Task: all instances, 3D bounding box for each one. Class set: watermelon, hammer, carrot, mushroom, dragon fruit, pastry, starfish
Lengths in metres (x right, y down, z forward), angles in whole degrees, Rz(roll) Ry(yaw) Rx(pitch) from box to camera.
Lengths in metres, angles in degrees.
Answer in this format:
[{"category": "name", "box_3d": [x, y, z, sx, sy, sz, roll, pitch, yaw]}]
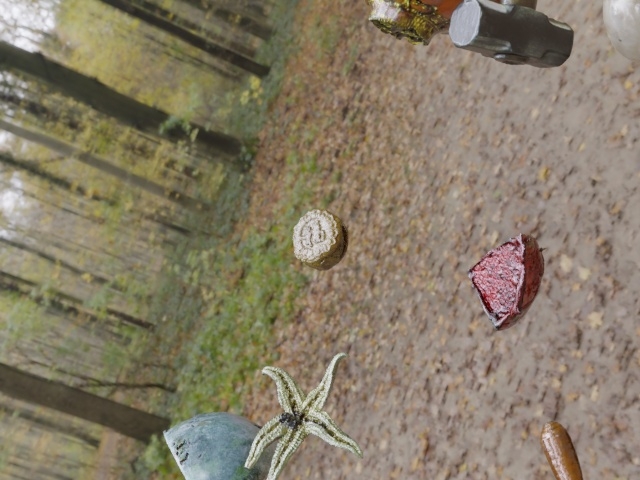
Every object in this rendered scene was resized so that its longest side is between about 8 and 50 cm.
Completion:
[{"category": "watermelon", "box_3d": [-0.176, 0.389, 1.370, 0.175, 0.188, 0.322, -35, 0, -12]}, {"category": "hammer", "box_3d": [0.183, -0.337, 0.609, 0.043, 0.111, 0.366, 17, 103, 61]}, {"category": "carrot", "box_3d": [0.385, 0.382, 1.092, 0.048, 0.048, 0.216, 127, 139, -49]}, {"category": "mushroom", "box_3d": [0.563, -0.391, 1.162, 0.206, 0.209, 0.207, -2, -90, -79]}, {"category": "dragon fruit", "box_3d": [0.341, 0.063, 1.212, 0.121, 0.127, 0.161, 63, 143, 20]}, {"category": "pastry", "box_3d": [0.000, 0.000, 1.210, 0.109, 0.057, 0.097, -36, 58, 21]}, {"category": "starfish", "box_3d": [-0.022, 0.257, 1.030, 0.216, 0.050, 0.224, 28, 80, 45]}]

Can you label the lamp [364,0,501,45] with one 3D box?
[{"category": "lamp", "box_3d": [0.119, -0.305, 0.743, 0.197, 0.223, 0.223, -65, 12, 6]}]
